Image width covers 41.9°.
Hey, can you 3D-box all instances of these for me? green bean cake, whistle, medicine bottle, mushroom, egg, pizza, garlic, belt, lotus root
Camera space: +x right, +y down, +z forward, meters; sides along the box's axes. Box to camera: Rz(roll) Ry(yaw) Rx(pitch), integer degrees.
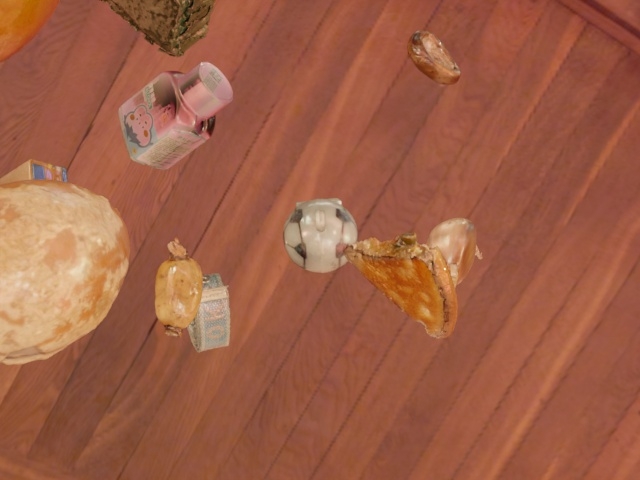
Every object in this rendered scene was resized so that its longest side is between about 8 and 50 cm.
[{"bbox_3d":[-0.318,-0.489,1.582,0.241,0.255,0.132,39,68,0],"label":"green bean cake"},{"bbox_3d":[0.000,0.000,1.711,0.163,0.289,0.163,0,71,0],"label":"whistle"},{"bbox_3d":[-0.239,-0.213,1.393,0.188,0.094,0.119,-31,64,27],"label":"medicine bottle"},{"bbox_3d":[0.210,-0.338,1.563,0.123,0.123,0.052,37,122,-15],"label":"mushroom"},{"bbox_3d":[-0.311,0.029,0.893,0.233,0.195,0.195,-40,112,-41],"label":"egg"},{"bbox_3d":[0.111,0.043,1.155,0.052,0.195,0.185,-40,138,-27],"label":"pizza"},{"bbox_3d":[0.340,0.010,2.033,0.128,0.266,0.148,29,124,25],"label":"garlic"},{"bbox_3d":[-0.226,0.139,1.627,0.082,0.147,0.163,-10,116,-20],"label":"belt"},{"bbox_3d":[-0.214,0.071,1.260,0.072,0.063,0.152,-1,85,1],"label":"lotus root"}]

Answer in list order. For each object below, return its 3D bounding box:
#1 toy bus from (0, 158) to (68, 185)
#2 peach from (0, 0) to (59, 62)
[{"bbox_3d":[-0.566,-0.074,1.567,0.182,0.103,0.091,-25,67,27],"label":"toy bus"},{"bbox_3d":[-0.534,-0.384,1.191,0.308,0.308,0.332,37,100,-15],"label":"peach"}]
